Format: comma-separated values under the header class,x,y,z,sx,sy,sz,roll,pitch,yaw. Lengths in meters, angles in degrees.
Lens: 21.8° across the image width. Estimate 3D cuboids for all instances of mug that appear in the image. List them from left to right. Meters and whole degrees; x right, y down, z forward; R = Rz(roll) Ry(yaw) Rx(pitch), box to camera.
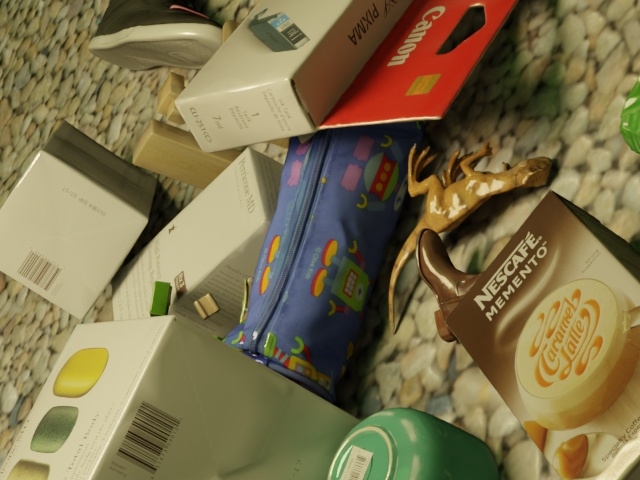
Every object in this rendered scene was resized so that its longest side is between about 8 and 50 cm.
class,x,y,z,sx,sy,sz,roll,pitch,yaw
mug,0.067,0.209,1.321,0.129,0.097,0.158,-41,38,27

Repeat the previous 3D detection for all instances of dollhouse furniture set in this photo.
class,x,y,z,sx,sy,sz,roll,pitch,yaw
dollhouse furniture set,-0.106,-0.150,1.793,0.151,0.144,0.123,-53,27,38
dollhouse furniture set,-0.090,0.073,1.615,0.058,0.151,0.076,108,170,-82

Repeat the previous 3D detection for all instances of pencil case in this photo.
class,x,y,z,sx,sy,sz,roll,pitch,yaw
pencil case,0.000,0.000,1.534,0.119,0.133,0.306,9,73,33

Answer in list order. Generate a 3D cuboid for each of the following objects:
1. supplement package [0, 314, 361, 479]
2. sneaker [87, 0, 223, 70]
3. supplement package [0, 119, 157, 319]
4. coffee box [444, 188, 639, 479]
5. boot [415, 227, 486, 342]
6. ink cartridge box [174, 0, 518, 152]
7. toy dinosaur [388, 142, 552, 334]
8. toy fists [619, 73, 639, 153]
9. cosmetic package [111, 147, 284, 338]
class,x,y,z,sx,sy,sz,roll,pitch,yaw
supplement package,-0.137,0.199,1.446,0.262,0.198,0.199,-10,52,64
sneaker,-0.183,-0.287,2.000,0.295,0.104,0.147,8,78,59
supplement package,-0.274,-0.028,1.832,0.134,0.139,0.244,-55,9,8
coffee box,0.210,0.092,1.217,0.141,0.098,0.246,-52,35,12
boot,0.137,0.024,1.401,0.114,0.037,0.106,-27,76,44
ink cartridge box,0.044,-0.202,1.528,0.261,0.066,0.296,-7,34,36
toy dinosaur,0.107,-0.027,1.472,0.211,0.064,0.112,-41,40,28
toy fists,0.337,-0.151,1.233,0.279,0.096,0.142,-56,35,6
cosmetic package,-0.111,0.025,1.702,0.231,0.085,0.117,-44,38,26
